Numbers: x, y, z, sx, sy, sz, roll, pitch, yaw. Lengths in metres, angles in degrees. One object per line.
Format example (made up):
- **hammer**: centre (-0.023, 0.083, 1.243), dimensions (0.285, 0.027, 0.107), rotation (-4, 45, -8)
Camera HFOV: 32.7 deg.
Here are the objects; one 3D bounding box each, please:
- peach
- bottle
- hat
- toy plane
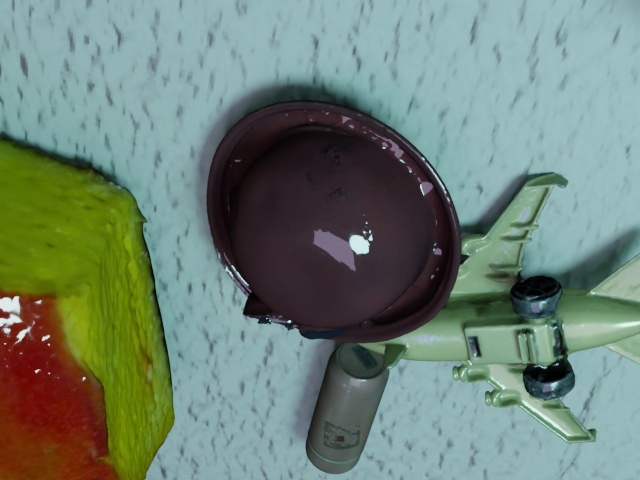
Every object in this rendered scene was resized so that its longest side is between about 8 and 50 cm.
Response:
- **peach**: centre (-0.280, 0.075, 0.813), dimensions (0.380, 0.242, 0.306), rotation (22, 128, -10)
- **bottle**: centre (0.022, 0.146, 0.943), dimensions (0.053, 0.053, 0.140), rotation (13, 134, -1)
- **hat**: centre (0.000, 0.000, 0.762), dimensions (0.205, 0.089, 0.205), rotation (12, 125, 17)
- **toy plane**: centre (0.139, 0.064, 0.822), dimensions (0.244, 0.092, 0.229), rotation (-8, 115, 14)
